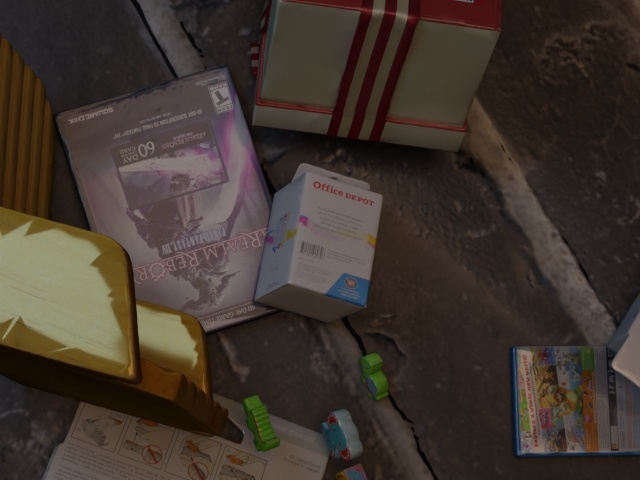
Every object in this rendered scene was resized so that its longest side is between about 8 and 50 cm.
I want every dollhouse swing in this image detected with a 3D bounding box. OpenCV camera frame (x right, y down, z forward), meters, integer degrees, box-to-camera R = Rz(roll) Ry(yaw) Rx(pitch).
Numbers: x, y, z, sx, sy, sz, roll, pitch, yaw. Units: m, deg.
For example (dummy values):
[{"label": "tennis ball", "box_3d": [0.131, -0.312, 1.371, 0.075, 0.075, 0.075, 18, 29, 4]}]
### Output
[{"label": "dollhouse swing", "box_3d": [-0.217, -0.014, 1.569, 0.315, 0.347, 0.305, 14, 77, 12]}]

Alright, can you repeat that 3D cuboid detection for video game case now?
[{"label": "video game case", "box_3d": [0.290, 0.173, 1.791, 0.166, 0.015, 0.119, 0, 81, -7]}, {"label": "video game case", "box_3d": [-0.151, -0.033, 1.769, 0.196, 0.026, 0.274, -17, 82, -9]}]

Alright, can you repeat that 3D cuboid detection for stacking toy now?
[{"label": "stacking toy", "box_3d": [0.035, 0.236, 1.703, 0.167, 0.052, 0.221, -19, 82, -32]}]

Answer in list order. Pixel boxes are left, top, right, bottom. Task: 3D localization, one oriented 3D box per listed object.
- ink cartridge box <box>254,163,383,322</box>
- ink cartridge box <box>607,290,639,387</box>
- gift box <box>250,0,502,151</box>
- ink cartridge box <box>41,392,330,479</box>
[{"label": "ink cartridge box", "box_3d": [0.000, 0.000, 1.731, 0.092, 0.090, 0.143, 18, 68, -21]}, {"label": "ink cartridge box", "box_3d": [0.390, 0.094, 1.778, 0.115, 0.067, 0.198, 36, 69, 0]}, {"label": "gift box", "box_3d": [0.068, -0.259, 1.722, 0.255, 0.258, 0.276, 12, 60, -3]}, {"label": "ink cartridge box", "box_3d": [-0.147, 0.269, 1.703, 0.275, 0.060, 0.239, 21, 54, -3]}]
